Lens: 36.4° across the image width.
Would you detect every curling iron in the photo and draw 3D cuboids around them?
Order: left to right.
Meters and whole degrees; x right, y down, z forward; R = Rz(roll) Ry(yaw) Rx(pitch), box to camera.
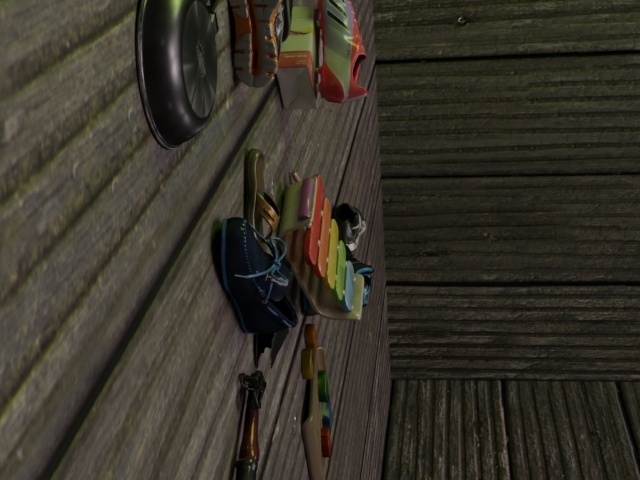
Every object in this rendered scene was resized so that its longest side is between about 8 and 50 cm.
[{"bbox_3d":[-0.107,0.303,1.374,0.068,0.035,0.274,72,18,-52],"label":"curling iron"}]

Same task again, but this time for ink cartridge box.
[{"bbox_3d":[-0.036,-0.354,1.807,0.115,0.067,0.198,76,15,-55],"label":"ink cartridge box"}]

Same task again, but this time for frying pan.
[{"bbox_3d":[-0.144,-0.212,1.137,0.326,0.053,0.197,-46,136,-74],"label":"frying pan"}]

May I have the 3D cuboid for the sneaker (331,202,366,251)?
[{"bbox_3d":[0.073,-0.056,2.511,0.234,0.078,0.106,-68,158,-65],"label":"sneaker"}]

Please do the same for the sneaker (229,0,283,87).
[{"bbox_3d":[-0.090,-0.333,1.416,0.083,0.084,0.214,-69,167,-74],"label":"sneaker"}]

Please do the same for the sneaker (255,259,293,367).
[{"bbox_3d":[-0.075,0.117,1.571,0.170,0.051,0.089,-74,163,-48],"label":"sneaker"}]

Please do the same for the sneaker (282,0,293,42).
[{"bbox_3d":[-0.080,-0.429,1.516,0.118,0.083,0.222,-89,-177,-51],"label":"sneaker"}]

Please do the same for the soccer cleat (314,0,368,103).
[{"bbox_3d":[0.041,-0.371,1.776,0.083,0.095,0.248,40,50,-76],"label":"soccer cleat"}]

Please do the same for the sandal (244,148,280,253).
[{"bbox_3d":[-0.087,-0.052,1.493,0.072,0.049,0.180,-5,95,-82],"label":"sandal"}]

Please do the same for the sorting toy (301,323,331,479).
[{"bbox_3d":[-0.003,0.339,2.073,0.229,0.041,0.307,-81,167,-50],"label":"sorting toy"}]

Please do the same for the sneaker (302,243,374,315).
[{"bbox_3d":[0.050,0.088,2.120,0.341,0.140,0.125,-66,154,-72],"label":"sneaker"}]

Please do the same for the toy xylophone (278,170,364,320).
[{"bbox_3d":[0.000,0.000,1.849,0.322,0.081,0.236,58,28,-52],"label":"toy xylophone"}]

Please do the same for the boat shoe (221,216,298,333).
[{"bbox_3d":[-0.082,0.045,1.379,0.258,0.089,0.109,74,17,-61],"label":"boat shoe"}]
